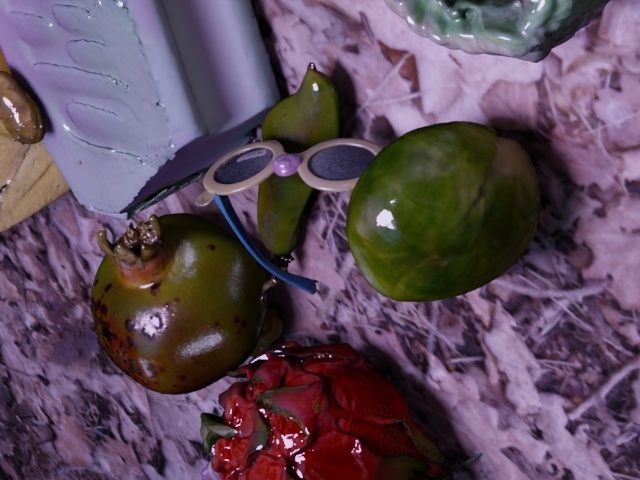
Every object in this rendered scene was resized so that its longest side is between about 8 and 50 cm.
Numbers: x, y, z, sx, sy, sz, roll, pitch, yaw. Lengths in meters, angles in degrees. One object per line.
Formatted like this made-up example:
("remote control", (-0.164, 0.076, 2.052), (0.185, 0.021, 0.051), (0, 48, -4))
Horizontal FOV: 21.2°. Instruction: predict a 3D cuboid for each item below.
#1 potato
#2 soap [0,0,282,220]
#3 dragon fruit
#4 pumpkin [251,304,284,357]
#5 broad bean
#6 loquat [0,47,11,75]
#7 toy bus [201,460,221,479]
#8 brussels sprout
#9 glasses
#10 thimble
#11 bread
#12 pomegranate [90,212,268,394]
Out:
("potato", (-0.305, -0.133, 1.713), (0.083, 0.040, 0.051), (58, 154, -9))
("soap", (-0.201, -0.235, 1.667), (0.261, 0.156, 0.446), (14, 132, 42))
("dragon fruit", (0.022, 0.213, 1.794), (0.234, 0.293, 0.233), (-177, 90, -77))
("pumpkin", (-0.064, 0.097, 1.928), (0.050, 0.028, 0.083), (52, 137, 1))
("broad bean", (-0.027, -0.065, 1.713), (0.075, 0.067, 0.325), (60, 155, 30))
("loquat", (-0.397, -0.250, 1.816), (0.235, 0.235, 0.235), (30, 140, 28))
("toy bus", (-0.022, 0.297, 1.972), (0.202, 0.142, 0.142), (55, 140, -4))
("brussels sprout", (0.109, -0.028, 1.484), (0.144, 0.181, 0.161), (14, 140, 51))
("glasses", (0.007, -0.025, 1.656), (0.190, 0.088, 0.220), (-1, 152, 24))
("thimble", (0.132, -0.245, 1.280), (0.219, 0.150, 0.219), (29, 139, 29))
("bread", (-0.419, -0.098, 2.021), (0.240, 0.178, 0.135), (14, 133, 44))
("pomegranate", (-0.148, 0.054, 1.826), (0.198, 0.198, 0.246), (40, 150, 15))
